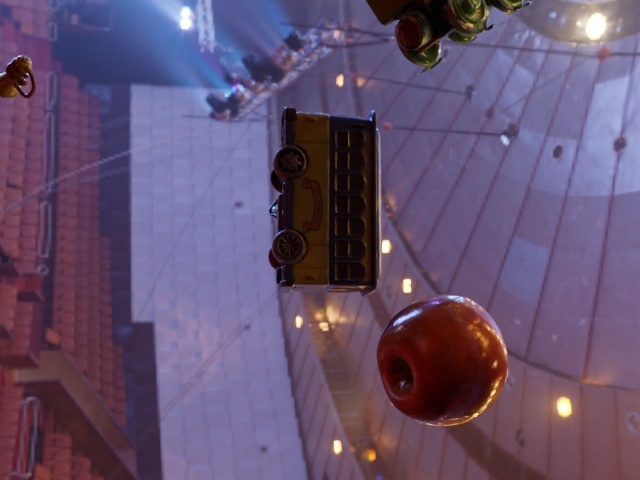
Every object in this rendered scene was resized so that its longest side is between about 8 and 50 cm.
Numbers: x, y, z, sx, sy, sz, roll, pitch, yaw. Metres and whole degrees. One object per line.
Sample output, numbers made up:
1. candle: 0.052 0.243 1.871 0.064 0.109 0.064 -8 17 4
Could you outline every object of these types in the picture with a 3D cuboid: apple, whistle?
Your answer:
1. apple: 0.148 0.150 0.930 0.163 0.139 0.163 171 -90 -69
2. whistle: -0.491 -0.259 1.208 0.109 0.046 0.057 -11 -104 49

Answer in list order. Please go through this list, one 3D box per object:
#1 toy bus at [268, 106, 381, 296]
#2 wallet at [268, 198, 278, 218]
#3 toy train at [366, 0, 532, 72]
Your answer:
1. toy bus: 0.007 -0.059 1.195 0.138 0.175 0.288 122 -31 -80
2. wallet: -0.001 0.000 1.458 0.141 0.202 0.059 19 -114 49
3. toy train: 0.172 -0.362 1.056 0.188 0.243 0.132 56 -36 -5
